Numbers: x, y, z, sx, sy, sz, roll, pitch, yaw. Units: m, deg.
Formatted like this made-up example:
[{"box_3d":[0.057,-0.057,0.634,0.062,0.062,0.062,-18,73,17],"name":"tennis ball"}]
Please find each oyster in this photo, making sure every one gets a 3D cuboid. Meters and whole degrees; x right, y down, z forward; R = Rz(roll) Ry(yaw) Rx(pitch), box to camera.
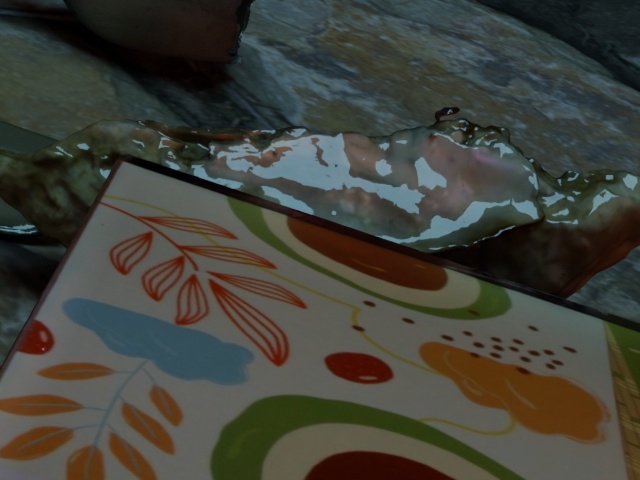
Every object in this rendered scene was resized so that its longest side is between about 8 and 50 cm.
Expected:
[{"box_3d":[0.001,0.003,0.959,0.341,0.166,0.110,9,61,-21],"name":"oyster"}]

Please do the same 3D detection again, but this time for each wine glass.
[{"box_3d":[-0.157,-0.204,1.288,0.241,0.126,0.126,19,24,3],"name":"wine glass"}]

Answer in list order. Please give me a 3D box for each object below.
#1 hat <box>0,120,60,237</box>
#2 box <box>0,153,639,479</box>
[{"box_3d":[-0.199,-0.073,1.026,0.175,0.085,0.147,13,24,-10],"name":"hat"},{"box_3d":[0.034,0.138,0.708,0.344,0.122,0.385,18,24,-1],"name":"box"}]
